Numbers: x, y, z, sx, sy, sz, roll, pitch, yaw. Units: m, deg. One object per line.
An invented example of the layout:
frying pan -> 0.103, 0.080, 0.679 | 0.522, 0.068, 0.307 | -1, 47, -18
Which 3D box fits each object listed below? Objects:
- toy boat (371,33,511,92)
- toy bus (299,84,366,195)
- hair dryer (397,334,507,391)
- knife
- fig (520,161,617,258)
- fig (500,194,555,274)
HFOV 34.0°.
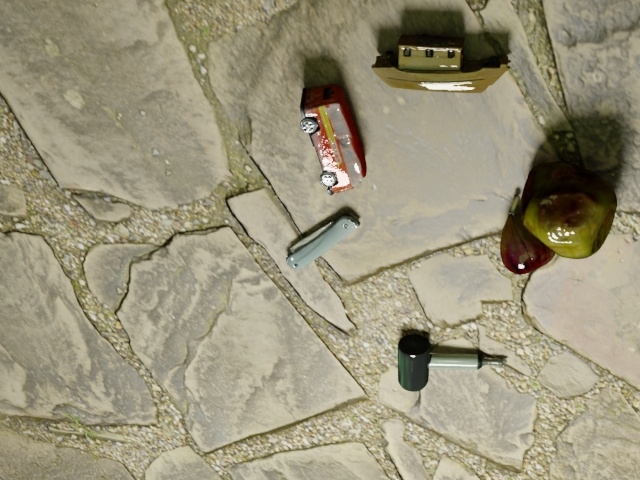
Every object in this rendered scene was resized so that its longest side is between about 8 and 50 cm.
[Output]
toy boat -> 0.177, -0.262, 1.536 | 0.201, 0.057, 0.077 | 6, 121, 10
toy bus -> 0.022, -0.157, 1.642 | 0.077, 0.079, 0.174 | -14, 122, 11
hair dryer -> 0.238, 0.224, 1.893 | 0.198, 0.057, 0.100 | 0, 128, 7
knife -> 0.000, 0.000, 1.797 | 0.044, 0.023, 0.162 | 44, 125, -14
fig -> 0.382, -0.040, 1.598 | 0.154, 0.144, 0.166 | -5, 141, 44
fig -> 0.320, -0.010, 1.683 | 0.089, 0.089, 0.125 | -23, 93, 28
